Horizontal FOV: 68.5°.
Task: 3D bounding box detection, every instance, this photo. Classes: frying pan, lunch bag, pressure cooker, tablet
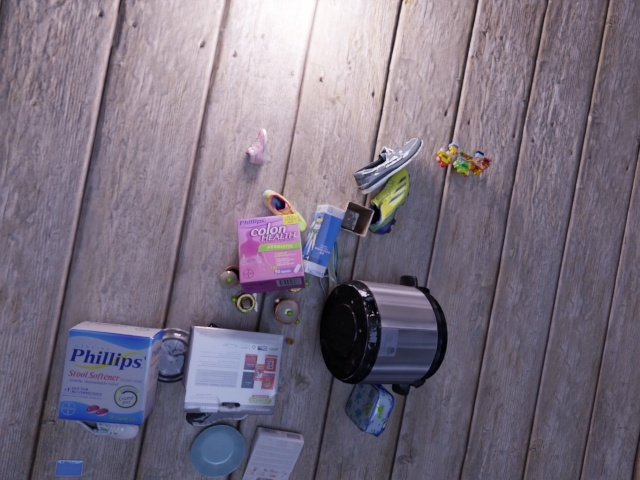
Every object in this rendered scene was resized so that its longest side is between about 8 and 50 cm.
[{"bbox_3d":[-0.587,0.432,1.647,0.327,0.053,0.197,-20,97,-18],"label":"frying pan"},{"bbox_3d":[0.189,0.626,1.794,0.090,0.219,0.175,24,85,-17],"label":"lunch bag"},{"bbox_3d":[0.251,0.343,1.708,0.421,0.375,0.369,8,127,-26],"label":"pressure cooker"},{"bbox_3d":[-0.855,0.775,1.600,0.084,0.006,0.054,9,90,-16],"label":"tablet"}]

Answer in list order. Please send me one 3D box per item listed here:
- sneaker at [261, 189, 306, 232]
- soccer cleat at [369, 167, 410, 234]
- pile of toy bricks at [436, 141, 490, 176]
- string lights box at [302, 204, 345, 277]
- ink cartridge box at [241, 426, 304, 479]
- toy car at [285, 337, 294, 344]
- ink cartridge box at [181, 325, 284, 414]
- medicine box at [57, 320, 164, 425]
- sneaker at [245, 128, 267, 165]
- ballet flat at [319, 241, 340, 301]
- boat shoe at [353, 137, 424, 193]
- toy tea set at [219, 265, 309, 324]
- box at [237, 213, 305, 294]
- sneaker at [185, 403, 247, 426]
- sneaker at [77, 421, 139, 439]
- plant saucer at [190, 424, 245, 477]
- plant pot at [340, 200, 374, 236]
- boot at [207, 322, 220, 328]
[{"bbox_3d":[-0.129,-0.101,1.730,0.208,0.094,0.081,41,79,-16],"label":"sneaker"},{"bbox_3d":[0.261,-0.164,1.840,0.121,0.093,0.288,22,88,-28],"label":"soccer cleat"},{"bbox_3d":[0.585,-0.307,1.914,0.213,0.118,0.105,24,66,-16],"label":"pile of toy bricks"},{"bbox_3d":[0.000,0.000,1.753,0.077,0.133,0.259,20,86,-17],"label":"string lights box"},{"bbox_3d":[-0.185,0.828,1.791,0.181,0.056,0.224,17,106,-17],"label":"ink cartridge box"},{"bbox_3d":[-0.148,0.428,1.790,0.041,0.060,0.122,29,60,27],"label":"toy car"},{"bbox_3d":[-0.302,0.441,1.602,0.310,0.130,0.271,10,78,-19],"label":"ink cartridge box"},{"bbox_3d":[-0.679,0.427,1.539,0.264,0.149,0.288,7,91,-6],"label":"medicine box"},{"bbox_3d":[-0.235,-0.342,1.709,0.070,0.051,0.134,3,96,-22],"label":"sneaker"},{"bbox_3d":[0.035,0.122,1.803,0.086,0.086,0.248,-8,96,-16],"label":"ballet flat"},{"bbox_3d":[0.265,-0.312,1.829,0.320,0.116,0.099,-39,106,-6],"label":"boat shoe"},{"bbox_3d":[-0.204,0.192,1.705,0.337,0.124,0.199,10,90,-17],"label":"toy tea set"},{"bbox_3d":[-0.170,0.047,1.638,0.214,0.117,0.242,-6,64,-1],"label":"box"},{"bbox_3d":[-0.360,0.580,1.680,0.229,0.086,0.132,0,119,-26],"label":"sneaker"},{"bbox_3d":[-0.723,0.632,1.587,0.212,0.094,0.080,26,84,-16],"label":"sneaker"},{"bbox_3d":[-0.377,0.767,1.727,0.195,0.037,0.194,-1,92,-17],"label":"plant saucer"},{"bbox_3d":[0.124,-0.082,1.806,0.109,0.096,0.108,21,87,-16],"label":"plant pot"},{"bbox_3d":[-0.404,0.427,1.680,0.176,0.088,0.244,32,75,-15],"label":"boot"}]
